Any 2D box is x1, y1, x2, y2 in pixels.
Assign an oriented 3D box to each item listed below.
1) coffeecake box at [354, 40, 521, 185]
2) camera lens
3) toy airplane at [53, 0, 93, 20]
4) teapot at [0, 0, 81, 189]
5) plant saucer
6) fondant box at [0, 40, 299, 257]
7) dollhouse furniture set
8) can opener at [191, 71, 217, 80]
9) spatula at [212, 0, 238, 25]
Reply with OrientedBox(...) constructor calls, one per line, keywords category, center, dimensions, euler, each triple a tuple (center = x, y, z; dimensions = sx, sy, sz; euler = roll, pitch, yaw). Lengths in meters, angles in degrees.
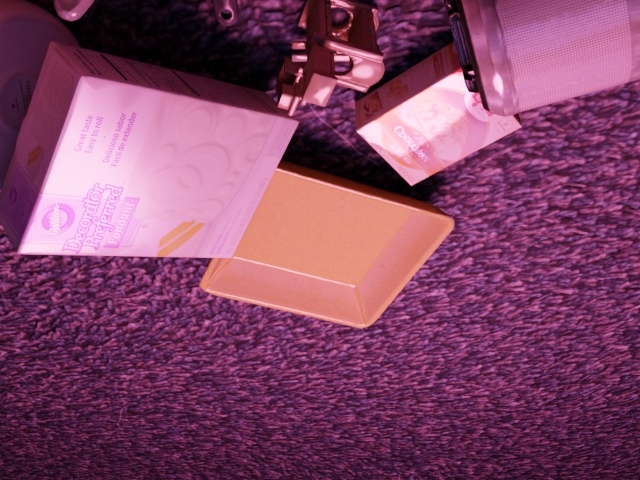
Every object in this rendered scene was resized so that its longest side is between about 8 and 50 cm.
OrientedBox(category="coffeecake box", center=(0.165, -0.179, 1.065), dimensions=(0.186, 0.068, 0.142), euler=(-28, 132, 28))
OrientedBox(category="camera lens", center=(0.283, -0.273, 0.840), dimensions=(0.274, 0.219, 0.219), euler=(-14, 138, 15))
OrientedBox(category="toy airplane", center=(-0.398, -0.316, 0.736), dimensions=(0.384, 0.272, 0.386), euler=(-38, 108, 3))
OrientedBox(category="teapot", center=(-0.431, -0.189, 0.949), dimensions=(0.187, 0.256, 0.252), euler=(19, 173, 29))
OrientedBox(category="plant saucer", center=(0.000, 0.000, 1.265), dimensions=(0.333, 0.081, 0.332), euler=(14, 137, -18))
OrientedBox(category="fondant box", center=(-0.216, -0.098, 0.975), dimensions=(0.330, 0.096, 0.238), euler=(3, 123, -46))
OrientedBox(category="dollhouse furniture set", center=(0.011, -0.193, 0.957), dimensions=(0.101, 0.181, 0.161), euler=(13, 138, -15))
OrientedBox(category="can opener", center=(-0.173, -0.120, 1.124), dimensions=(0.093, 0.074, 0.280), euler=(-3, 140, 2))
OrientedBox(category="spatula", center=(-0.122, -0.369, 0.829), dimensions=(0.084, 0.030, 0.296), euler=(-4, 139, 2))
